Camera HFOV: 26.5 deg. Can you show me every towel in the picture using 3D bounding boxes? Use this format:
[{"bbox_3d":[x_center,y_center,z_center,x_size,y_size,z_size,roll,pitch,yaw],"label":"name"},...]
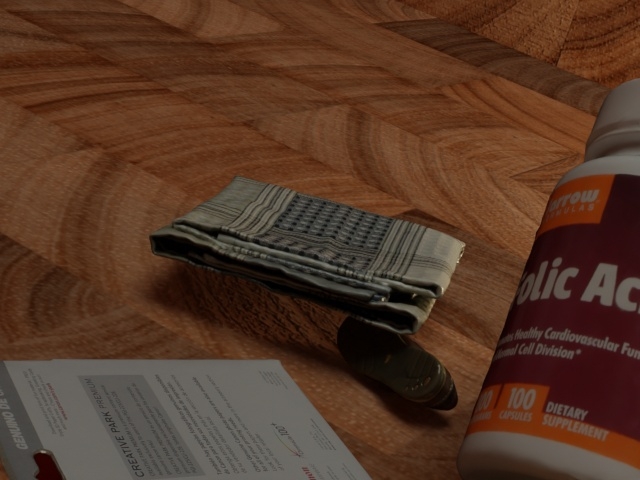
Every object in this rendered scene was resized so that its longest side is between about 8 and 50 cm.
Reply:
[{"bbox_3d":[0.000,0.000,1.543,0.312,0.056,0.324,18,17,8],"label":"towel"}]

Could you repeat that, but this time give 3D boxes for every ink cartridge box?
[{"bbox_3d":[-0.101,0.213,0.968,0.272,0.130,0.309,4,24,-29],"label":"ink cartridge box"}]

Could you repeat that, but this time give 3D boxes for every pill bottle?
[{"bbox_3d":[0.287,0.065,1.219,0.224,0.392,0.224,20,-20,8],"label":"pill bottle"}]

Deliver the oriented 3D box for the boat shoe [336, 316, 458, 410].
[{"bbox_3d":[0.080,0.130,1.430,0.060,0.064,0.178,44,-6,-38],"label":"boat shoe"}]
